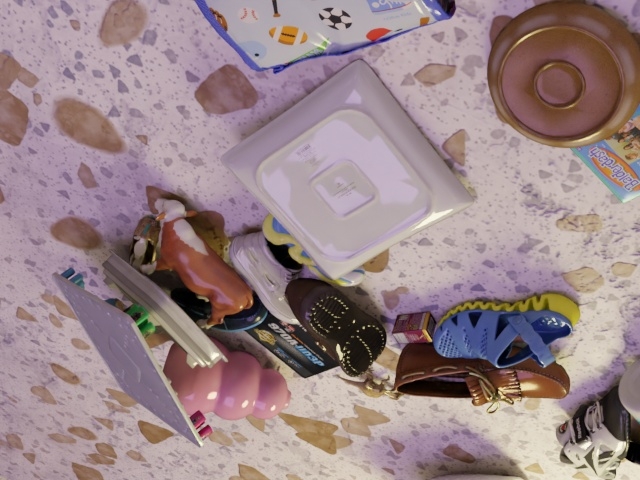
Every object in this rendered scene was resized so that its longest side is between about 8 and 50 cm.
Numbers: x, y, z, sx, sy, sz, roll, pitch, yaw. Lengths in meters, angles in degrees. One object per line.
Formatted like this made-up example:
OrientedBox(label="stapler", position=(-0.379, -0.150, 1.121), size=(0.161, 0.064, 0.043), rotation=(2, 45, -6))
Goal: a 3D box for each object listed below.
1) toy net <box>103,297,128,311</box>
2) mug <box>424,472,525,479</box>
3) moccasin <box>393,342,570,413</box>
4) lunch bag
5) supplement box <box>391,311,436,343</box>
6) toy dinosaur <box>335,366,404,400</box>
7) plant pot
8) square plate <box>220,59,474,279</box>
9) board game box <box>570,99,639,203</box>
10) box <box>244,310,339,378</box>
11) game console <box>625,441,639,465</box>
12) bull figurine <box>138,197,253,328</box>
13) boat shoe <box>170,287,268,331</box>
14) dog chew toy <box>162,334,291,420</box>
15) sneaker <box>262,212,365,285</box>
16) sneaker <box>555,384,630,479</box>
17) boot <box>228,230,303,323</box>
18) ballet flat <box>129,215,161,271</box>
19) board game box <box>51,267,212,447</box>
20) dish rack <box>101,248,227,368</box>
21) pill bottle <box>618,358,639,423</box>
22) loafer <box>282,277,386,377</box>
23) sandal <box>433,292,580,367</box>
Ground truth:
OrientedBox(label="toy net", position=(-0.466, 0.199, 1.909), size=(0.122, 0.045, 0.232), rotation=(51, 164, -22))
OrientedBox(label="mug", position=(0.406, 0.772, 2.124), size=(0.328, 0.276, 0.374), rotation=(-9, 161, 38))
OrientedBox(label="moccasin", position=(0.347, 0.307, 1.717), size=(0.379, 0.147, 0.139), rotation=(5, 136, 19))
OrientedBox(label="lunch bag", position=(-0.024, -0.431, 1.040), size=(0.327, 0.239, 0.386), rotation=(-9, 123, 29))
OrientedBox(label="supplement box", position=(0.206, 0.193, 1.729), size=(0.083, 0.055, 0.043), rotation=(-9, 130, 32))
OrientedBox(label="toy dinosaur", position=(0.120, 0.361, 1.945), size=(0.183, 0.053, 0.093), rotation=(16, 140, 8))
OrientedBox(label="plant pot", position=(0.362, -0.240, 1.184), size=(0.236, 0.032, 0.236), rotation=(16, 130, 21))
OrientedBox(label="square plate", position=(0.043, -0.102, 1.435), size=(0.347, 0.049, 0.344), rotation=(-30, 114, 29))
OrientedBox(label="board game box", position=(0.517, -0.163, 1.223), size=(0.160, 0.047, 0.210), rotation=(41, 135, -19))
OrientedBox(label="box", position=(-0.053, 0.234, 1.887), size=(0.220, 0.051, 0.175), rotation=(43, 135, -21))
OrientedBox(label="game console", position=(0.785, 0.498, 1.653), size=(0.213, 0.044, 0.361), rotation=(18, 178, 4))
OrientedBox(label="bull figurine", position=(-0.283, 0.054, 1.719), size=(0.310, 0.101, 0.188), rotation=(49, 134, -5))
OrientedBox(label="boat shoe", position=(-0.251, 0.159, 1.853), size=(0.258, 0.109, 0.089), rotation=(-4, 136, 24))
OrientedBox(label="dog chew toy", position=(-0.238, 0.365, 2.007), size=(0.331, 0.207, 0.207), rotation=(17, 139, -6))
OrientedBox(label="sneaker", position=(0.000, 0.000, 1.589), size=(0.240, 0.091, 0.126), rotation=(29, 138, -6))
OrientedBox(label="sneaker", position=(0.606, 0.433, 1.755), size=(0.146, 0.122, 0.331), rotation=(8, 136, 13))
OrientedBox(label="boot", position=(-0.080, 0.082, 1.704), size=(0.123, 0.095, 0.258), rotation=(-16, 126, 42))
OrientedBox(label="ballet flat", position=(-0.415, 0.027, 1.815), size=(0.073, 0.067, 0.206), rotation=(22, 139, 1))
OrientedBox(label="board game box", position=(-0.433, 0.260, 1.807), size=(0.390, 0.050, 0.390), rotation=(17, 137, 47))
OrientedBox(label="dish rack", position=(-0.376, 0.169, 1.816), size=(0.332, 0.072, 0.285), rotation=(28, 159, 50))
OrientedBox(label="pill bottle", position=(0.738, 0.360, 1.603), size=(0.146, 0.146, 0.264), rotation=(-25, 120, 40))
OrientedBox(label="loafer", position=(0.035, 0.177, 1.728), size=(0.130, 0.134, 0.366), rotation=(38, 168, 39))
OrientedBox(label="sandal", position=(0.366, 0.200, 1.607), size=(0.317, 0.138, 0.126), rotation=(-18, 127, 38))
